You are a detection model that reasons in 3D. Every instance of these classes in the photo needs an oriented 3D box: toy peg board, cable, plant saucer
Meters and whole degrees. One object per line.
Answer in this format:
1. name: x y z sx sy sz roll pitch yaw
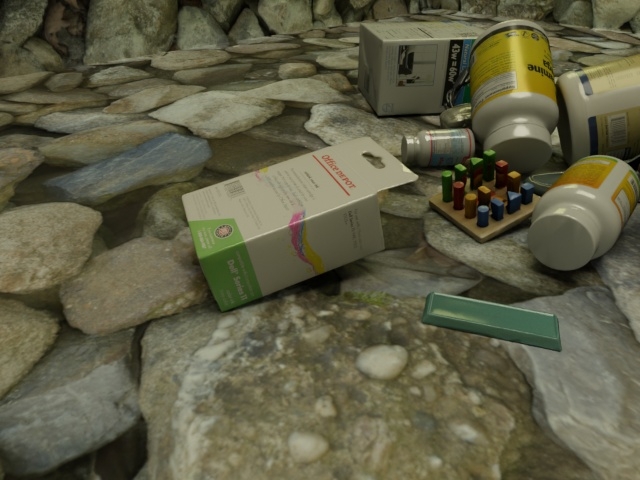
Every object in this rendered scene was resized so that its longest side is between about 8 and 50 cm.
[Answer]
1. toy peg board: 0.321 -0.097 0.936 0.161 0.079 0.160 -27 41 -13
2. cable: 0.442 -0.404 1.400 0.150 0.184 0.047 32 -8 -12
3. plant saucer: 0.249 0.113 0.706 0.192 0.018 0.067 9 34 16

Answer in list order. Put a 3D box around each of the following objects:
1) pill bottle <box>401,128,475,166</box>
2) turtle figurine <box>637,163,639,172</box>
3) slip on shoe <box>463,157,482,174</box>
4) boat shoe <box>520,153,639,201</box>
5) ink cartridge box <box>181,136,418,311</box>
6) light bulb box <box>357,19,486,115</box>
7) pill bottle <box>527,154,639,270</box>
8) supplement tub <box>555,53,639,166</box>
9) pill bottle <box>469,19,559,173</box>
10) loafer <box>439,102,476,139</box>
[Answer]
1. pill bottle: 0.279 -0.221 1.154 0.160 0.087 0.087 -3 33 -3
2. turtle figurine: 0.600 -0.125 0.833 0.087 0.269 0.217 -8 41 38
3. slip on shoe: 0.359 -0.141 1.069 0.041 0.051 0.135 -25 45 -14
4. boat shoe: 0.581 -0.139 1.011 0.319 0.099 0.116 -3 33 -3
5. ink cartridge box: -0.033 -0.042 0.808 0.353 0.119 0.207 -20 37 -10
6. light bulb box: 0.330 -0.571 1.564 0.361 0.225 0.358 -3 32 -5
7. pill bottle: 0.454 -0.048 0.838 0.136 0.136 0.245 24 40 33
8. supplement tub: 0.708 -0.295 1.067 0.316 0.228 0.228 -9 30 19
9. pill bottle: 0.453 -0.333 1.137 0.188 0.188 0.334 3 65 6
10. loafer: 0.484 -0.338 1.309 0.319 0.112 0.111 -4 42 -5
